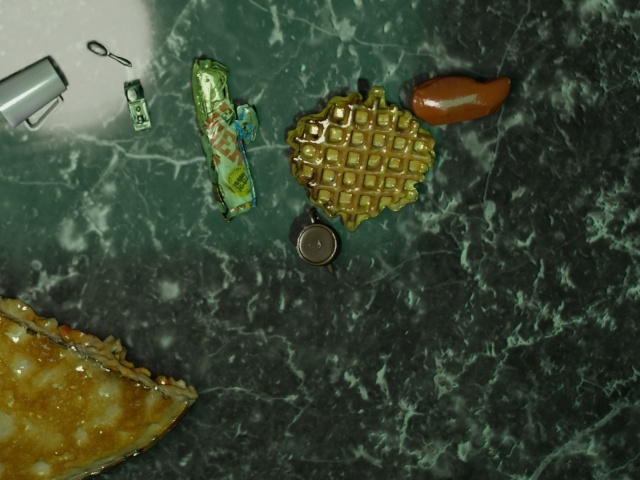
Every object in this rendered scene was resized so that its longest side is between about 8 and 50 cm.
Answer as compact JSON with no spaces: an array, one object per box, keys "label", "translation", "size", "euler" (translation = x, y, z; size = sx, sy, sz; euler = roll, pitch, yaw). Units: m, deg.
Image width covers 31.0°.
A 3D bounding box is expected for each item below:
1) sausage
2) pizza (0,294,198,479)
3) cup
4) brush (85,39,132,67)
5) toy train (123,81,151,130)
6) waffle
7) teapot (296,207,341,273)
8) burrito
[{"label":"sausage","translation":[0.244,-0.247,2.009],"size":[0.179,0.089,0.089],"euler":[-8,105,-3]},{"label":"pizza","translation":[-0.468,0.233,1.980],"size":[0.440,0.130,0.406],"euler":[-25,107,8]},{"label":"cup","translation":[-0.473,-0.232,1.896],"size":[0.116,0.074,0.104],"euler":[-33,131,-6]},{"label":"brush","translation":[-0.351,-0.309,1.923],"size":[0.083,0.008,0.024],"euler":[26,95,-15]},{"label":"toy train","translation":[-0.305,-0.223,1.930],"size":[0.033,0.053,0.083],"euler":[-15,105,-7]},{"label":"waffle","translation":[0.074,-0.143,2.008],"size":[0.238,0.059,0.243],"euler":[-37,109,9]},{"label":"teapot","translation":[0.000,0.000,2.039],"size":[0.076,0.068,0.121],"euler":[-17,85,16]},{"label":"burrito","translation":[-0.151,-0.174,1.970],"size":[0.104,0.054,0.288],"euler":[-14,106,-7]}]
